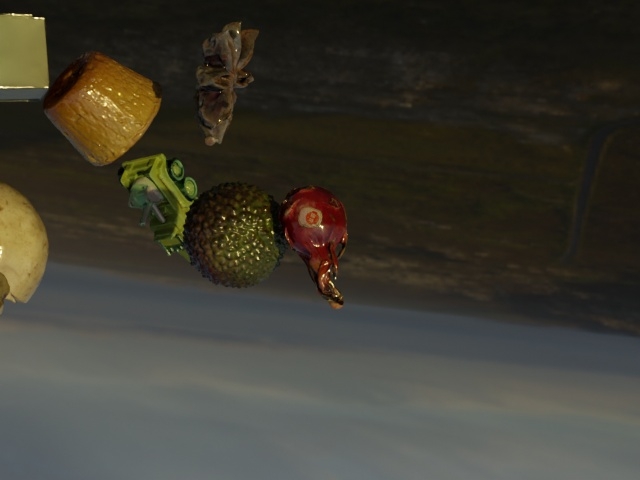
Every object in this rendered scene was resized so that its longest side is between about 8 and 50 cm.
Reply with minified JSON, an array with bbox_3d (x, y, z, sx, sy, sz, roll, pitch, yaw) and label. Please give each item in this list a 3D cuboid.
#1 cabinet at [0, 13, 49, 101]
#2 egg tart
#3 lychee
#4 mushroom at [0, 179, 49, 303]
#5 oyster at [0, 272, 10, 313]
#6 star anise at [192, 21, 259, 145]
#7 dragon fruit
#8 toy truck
[{"bbox_3d":[-0.629,-0.345,1.786,0.206,0.150,0.145,-4,180,-23],"label":"cabinet"},{"bbox_3d":[-0.402,-0.253,1.731,0.147,0.202,0.202,42,155,-31],"label":"egg tart"},{"bbox_3d":[-0.117,-0.011,1.334,0.171,0.171,0.171,6,174,1],"label":"lychee"},{"bbox_3d":[-0.577,-0.014,1.606,0.254,0.189,0.195,28,175,-12],"label":"mushroom"},{"bbox_3d":[-0.580,0.071,1.261,0.341,0.166,0.110,23,151,-36],"label":"oyster"},{"bbox_3d":[-0.171,-0.262,1.602,0.081,0.262,0.230,18,148,1],"label":"star anise"},{"bbox_3d":[0.000,0.000,1.261,0.094,0.190,0.094,-13,146,-9],"label":"dragon fruit"},{"bbox_3d":[-0.302,-0.044,1.891,0.128,0.135,0.259,-9,139,26],"label":"toy truck"}]
